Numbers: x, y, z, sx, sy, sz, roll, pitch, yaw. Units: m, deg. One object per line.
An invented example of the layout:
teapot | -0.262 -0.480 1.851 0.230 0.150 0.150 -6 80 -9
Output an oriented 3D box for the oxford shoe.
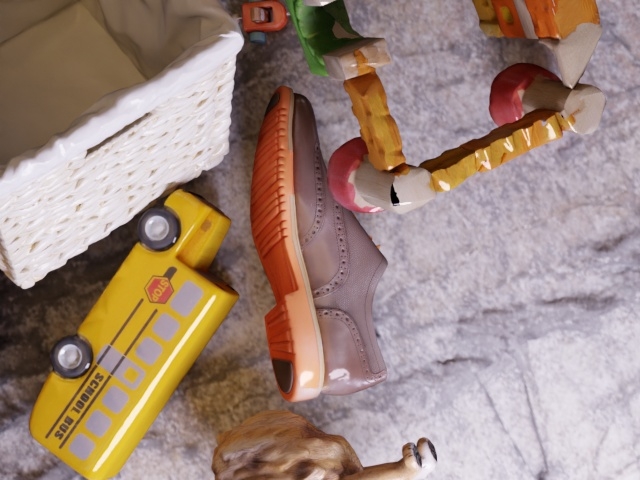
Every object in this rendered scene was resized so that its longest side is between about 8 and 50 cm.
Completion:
oxford shoe | 0.000 0.000 1.782 0.133 0.130 0.363 -3 82 -18

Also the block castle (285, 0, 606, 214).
block castle | 0.092 -0.277 1.652 0.303 0.213 0.453 -25 106 -14

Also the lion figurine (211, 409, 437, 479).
lion figurine | 0.046 0.356 1.720 0.240 0.142 0.392 -25 86 15

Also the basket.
basket | -0.307 -0.186 1.693 0.328 0.266 0.331 -35 71 -19

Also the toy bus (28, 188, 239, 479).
toy bus | -0.206 0.106 1.797 0.130 0.108 0.332 35 92 11

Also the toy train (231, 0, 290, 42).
toy train | -0.047 -0.319 1.833 0.125 0.046 0.166 1 86 10
